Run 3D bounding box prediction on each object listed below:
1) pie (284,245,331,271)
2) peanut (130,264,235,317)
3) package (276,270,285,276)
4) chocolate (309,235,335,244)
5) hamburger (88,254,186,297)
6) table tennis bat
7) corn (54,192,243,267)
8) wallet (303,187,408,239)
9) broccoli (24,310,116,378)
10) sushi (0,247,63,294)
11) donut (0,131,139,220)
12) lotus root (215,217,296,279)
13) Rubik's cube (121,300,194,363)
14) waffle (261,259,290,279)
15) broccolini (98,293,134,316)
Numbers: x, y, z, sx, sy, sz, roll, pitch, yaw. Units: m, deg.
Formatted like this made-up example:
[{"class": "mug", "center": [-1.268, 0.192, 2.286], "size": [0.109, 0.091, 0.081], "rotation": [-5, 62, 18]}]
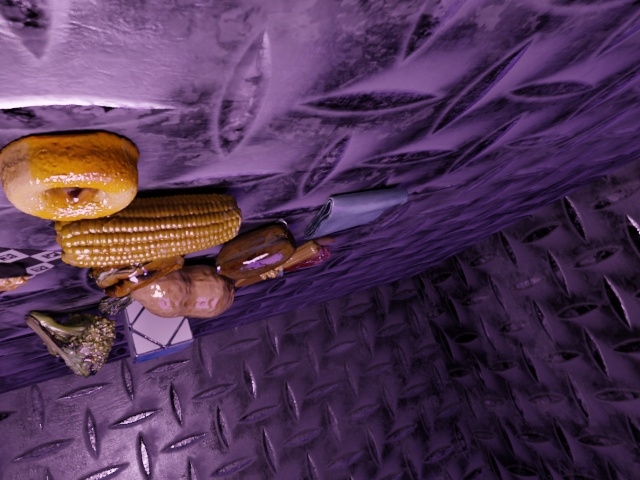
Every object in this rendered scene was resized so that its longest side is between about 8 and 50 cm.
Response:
[{"class": "pie", "center": [-0.060, 0.066, 1.659], "size": [0.205, 0.053, 0.218], "rotation": [-19, 168, 0]}, {"class": "peanut", "center": [-0.395, 0.153, 1.300], "size": [0.193, 0.169, 0.387], "rotation": [-9, 170, 24]}, {"class": "package", "center": [-0.220, 0.108, 1.560], "size": [0.166, 0.039, 0.232], "rotation": [-9, 157, 0]}, {"class": "chocolate", "center": [0.000, 0.000, 1.531], "size": [0.101, 0.031, 0.065], "rotation": [-9, 180, -23]}, {"class": "hamburger", "center": [-0.431, 0.063, 1.027], "size": [0.183, 0.129, 0.206], "rotation": [-23, 168, 23]}, {"class": "table tennis bat", "center": [-0.143, 0.084, 1.429], "size": [0.321, 0.050, 0.198], "rotation": [-28, 169, 18]}, {"class": "corn", "center": [-0.317, -0.026, 0.842], "size": [0.345, 0.131, 0.131], "rotation": [-10, 163, -34]}, {"class": "wallet", "center": [0.099, -0.078, 1.324], "size": [0.252, 0.054, 0.290], "rotation": [-12, 166, -21]}, {"class": "broccoli", "center": [-0.756, 0.281, 1.358], "size": [0.243, 0.272, 0.180], "rotation": [-15, -156, 41]}, {"class": "sushi", "center": [-0.728, 0.095, 0.899], "size": [0.294, 0.059, 0.292], "rotation": [-25, 165, 20]}, {"class": "donut", "center": [-0.366, -0.088, 0.648], "size": [0.190, 0.074, 0.174], "rotation": [-4, 160, -44]}, {"class": "lotus root", "center": [-0.182, 0.034, 1.235], "size": [0.241, 0.123, 0.123], "rotation": [-21, 155, 5]}, {"class": "Rubik's cube", "center": [-0.601, 0.317, 1.581], "size": [0.205, 0.207, 0.205], "rotation": [-12, 165, -30]}, {"class": "waffle", "center": [-0.185, 0.038, 1.334], "size": [0.192, 0.160, 0.046], "rotation": [10, 169, 4]}, {"class": "broccolini", "center": [-0.615, 0.186, 1.368], "size": [0.203, 0.068, 0.091], "rotation": [-25, 145, 18]}]
